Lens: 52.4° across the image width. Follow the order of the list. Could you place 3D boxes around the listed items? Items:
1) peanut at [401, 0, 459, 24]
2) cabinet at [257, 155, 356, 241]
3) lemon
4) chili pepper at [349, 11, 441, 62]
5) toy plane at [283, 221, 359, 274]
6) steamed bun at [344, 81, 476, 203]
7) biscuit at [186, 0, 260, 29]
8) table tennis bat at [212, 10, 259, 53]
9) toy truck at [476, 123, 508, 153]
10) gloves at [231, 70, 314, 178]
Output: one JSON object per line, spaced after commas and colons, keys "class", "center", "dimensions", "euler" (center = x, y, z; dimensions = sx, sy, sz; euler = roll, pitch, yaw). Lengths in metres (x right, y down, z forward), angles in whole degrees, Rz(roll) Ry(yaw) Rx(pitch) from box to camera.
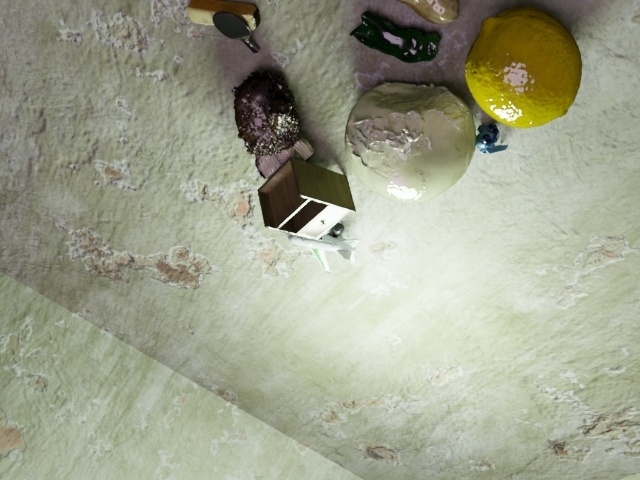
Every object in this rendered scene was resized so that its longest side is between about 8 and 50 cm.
{"class": "peanut", "center": [0.215, -0.571, 1.463], "dimensions": [0.236, 0.120, 0.110], "euler": [38, 95, -7]}
{"class": "cabinet", "center": [-0.039, -0.113, 1.906], "dimensions": [0.215, 0.148, 0.175], "euler": [14, 140, -39]}
{"class": "lemon", "center": [0.453, -0.384, 1.457], "dimensions": [0.268, 0.267, 0.267], "euler": [11, 134, 12]}
{"class": "chili pepper", "center": [0.180, -0.493, 1.594], "dimensions": [0.225, 0.061, 0.098], "euler": [16, 142, 5]}
{"class": "toy plane", "center": [0.002, -0.003, 2.100], "dimensions": [0.256, 0.101, 0.251], "euler": [19, 136, 10]}
{"class": "steamed bun", "center": [0.223, -0.230, 1.686], "dimensions": [0.334, 0.233, 0.311], "euler": [6, 132, 29]}
{"class": "biscuit", "center": [-0.251, -0.585, 1.686], "dimensions": [0.188, 0.052, 0.056], "euler": [12, 151, 11]}
{"class": "table tennis bat", "center": [-0.214, -0.540, 1.689], "dimensions": [0.095, 0.014, 0.158], "euler": [0, 157, 36]}
{"class": "toy truck", "center": [0.448, -0.259, 1.704], "dimensions": [0.090, 0.073, 0.056], "euler": [37, 169, -28]}
{"class": "gloves", "center": [-0.139, -0.323, 1.827], "dimensions": [0.211, 0.135, 0.312], "euler": [-7, 128, 31]}
